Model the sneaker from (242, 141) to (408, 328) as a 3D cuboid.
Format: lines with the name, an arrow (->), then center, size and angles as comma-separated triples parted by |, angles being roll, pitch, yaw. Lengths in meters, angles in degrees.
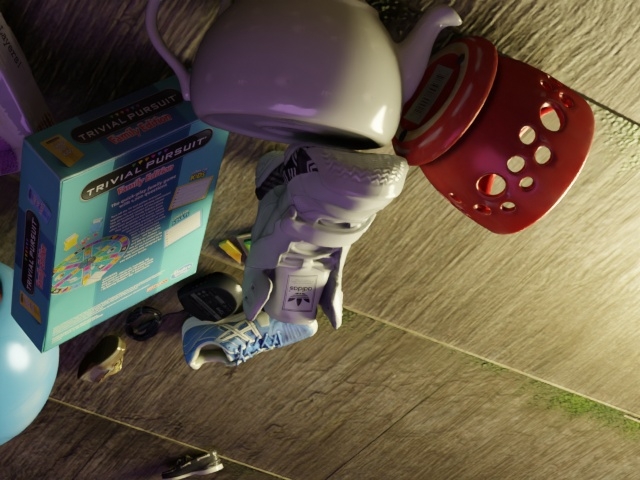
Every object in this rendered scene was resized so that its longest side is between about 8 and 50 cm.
sneaker -> 0.000, 0.000, 1.464 | 0.137, 0.210, 0.366 | 6, 180, -16

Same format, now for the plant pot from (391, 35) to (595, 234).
plant pot -> 0.191, -0.126, 1.442 | 0.174, 0.191, 0.191 | 31, 132, -24

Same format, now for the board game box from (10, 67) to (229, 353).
board game box -> -0.250, -0.035, 1.552 | 0.079, 0.254, 0.336 | 45, 143, 22

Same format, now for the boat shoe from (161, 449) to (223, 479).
boat shoe -> -0.229, 0.395, 2.195 | 0.125, 0.038, 0.046 | -18, 177, 31

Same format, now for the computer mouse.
computer mouse -> -0.204, 0.097, 1.854 | 0.242, 0.041, 0.071 | -21, 125, 35

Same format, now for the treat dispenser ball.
treat dispenser ball -> -0.513, 0.160, 1.751 | 0.288, 0.288, 0.288 | 2, 139, 2

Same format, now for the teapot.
teapot -> -0.024, -0.209, 1.374 | 0.256, 0.187, 0.252 | 10, 176, -44

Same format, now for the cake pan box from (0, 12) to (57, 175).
cake pan box -> -0.460, -0.184, 1.434 | 0.246, 0.070, 0.267 | -11, 126, 14

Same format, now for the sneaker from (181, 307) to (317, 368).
sneaker -> -0.106, 0.148, 1.865 | 0.211, 0.081, 0.080 | -10, 136, 13

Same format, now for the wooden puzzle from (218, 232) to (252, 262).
wooden puzzle -> -0.077, 0.012, 1.755 | 0.116, 0.014, 0.078 | -17, 135, 22

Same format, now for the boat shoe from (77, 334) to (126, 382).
boat shoe -> -0.333, 0.187, 1.956 | 0.045, 0.050, 0.135 | 23, 146, -26
